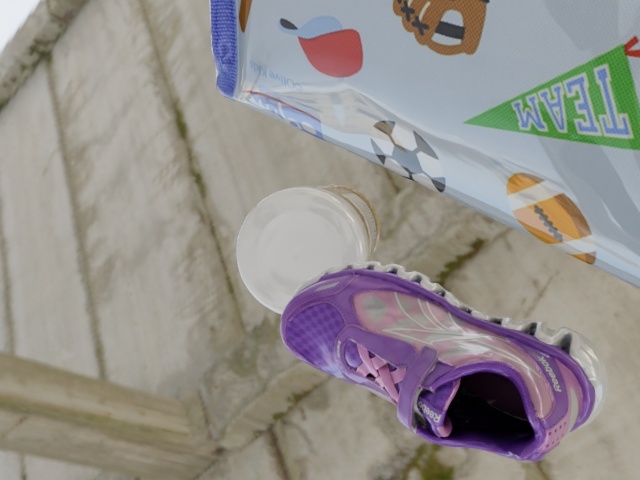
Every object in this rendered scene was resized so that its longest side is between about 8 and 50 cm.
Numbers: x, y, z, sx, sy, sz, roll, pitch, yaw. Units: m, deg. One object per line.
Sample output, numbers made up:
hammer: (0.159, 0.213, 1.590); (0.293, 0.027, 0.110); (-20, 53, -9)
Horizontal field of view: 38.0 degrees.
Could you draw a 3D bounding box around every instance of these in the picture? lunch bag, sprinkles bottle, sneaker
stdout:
lunch bag: (0.125, -0.213, 0.395); (0.328, 0.385, 0.239); (25, -134, 29)
sprinkles bottle: (0.000, 0.000, 1.012); (0.121, 0.121, 0.355); (-58, 177, 6)
sneaker: (0.071, 0.087, 0.637); (0.236, 0.104, 0.095); (15, -62, 22)
